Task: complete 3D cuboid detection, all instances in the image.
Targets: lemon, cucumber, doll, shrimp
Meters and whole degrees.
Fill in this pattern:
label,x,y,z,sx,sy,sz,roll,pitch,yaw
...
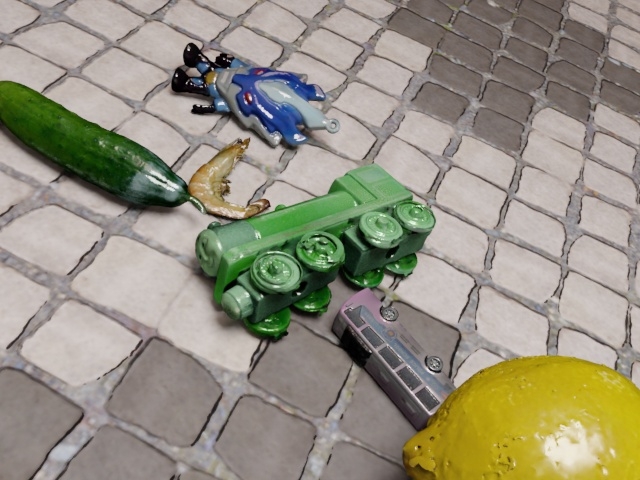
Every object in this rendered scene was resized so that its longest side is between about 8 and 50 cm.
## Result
label,x,y,z,sx,sy,sz,roll,pitch,yaw
lemon,0.159,0.168,0.518,0.207,0.173,0.173,3,47,-8
cucumber,-0.218,-0.085,0.689,0.250,0.056,0.056,28,44,8
doll,-0.069,-0.161,0.818,0.195,0.070,0.096,22,74,2
shrimp,-0.082,-0.062,0.746,0.083,0.023,0.114,29,50,2

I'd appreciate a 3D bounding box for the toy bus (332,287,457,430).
label,x,y,z,sx,sy,sz,roll,pitch,yaw
toy bus,0.064,0.103,0.638,0.052,0.037,0.130,-26,63,-33

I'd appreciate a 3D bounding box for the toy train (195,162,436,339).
label,x,y,z,sx,sy,sz,roll,pitch,yaw
toy train,0.000,0.000,0.683,0.251,0.085,0.119,-19,52,-37
